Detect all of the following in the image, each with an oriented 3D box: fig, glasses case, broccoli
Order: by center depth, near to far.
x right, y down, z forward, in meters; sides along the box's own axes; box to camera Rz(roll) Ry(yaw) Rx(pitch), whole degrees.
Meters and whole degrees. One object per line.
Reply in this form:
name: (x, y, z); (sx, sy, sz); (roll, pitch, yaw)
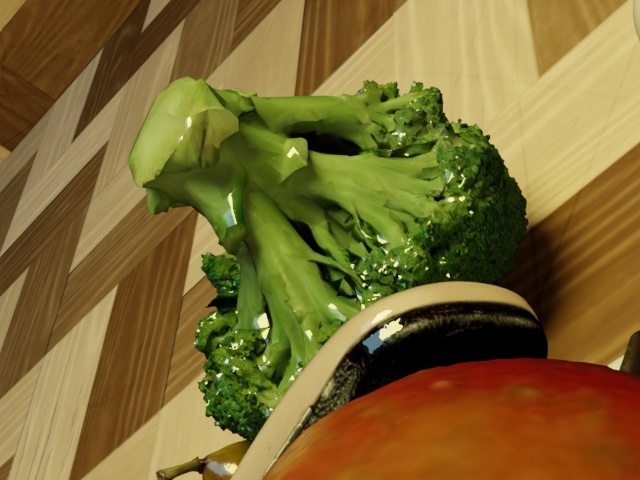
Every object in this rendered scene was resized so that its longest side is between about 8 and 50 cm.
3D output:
glasses case: (0.016, 0.139, 0.747); (0.314, 0.122, 0.075); (-60, 41, 36)
broccoli: (0.000, 0.000, 0.855); (0.270, 0.270, 0.270); (-34, 36, 29)
fig: (-0.048, 0.164, 0.910); (0.089, 0.125, 0.089); (-47, 26, 31)

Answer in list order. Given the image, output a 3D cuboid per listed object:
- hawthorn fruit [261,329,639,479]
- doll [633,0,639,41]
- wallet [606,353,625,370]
hawthorn fruit: (0.083, 0.169, 0.448); (0.285, 0.285, 0.369); (-34, 23, 42)
doll: (0.249, -0.230, 0.843); (0.208, 0.144, 0.271); (-51, 25, 35)
wallet: (0.171, 0.066, 0.662); (0.190, 0.095, 0.033); (-39, 68, 31)
